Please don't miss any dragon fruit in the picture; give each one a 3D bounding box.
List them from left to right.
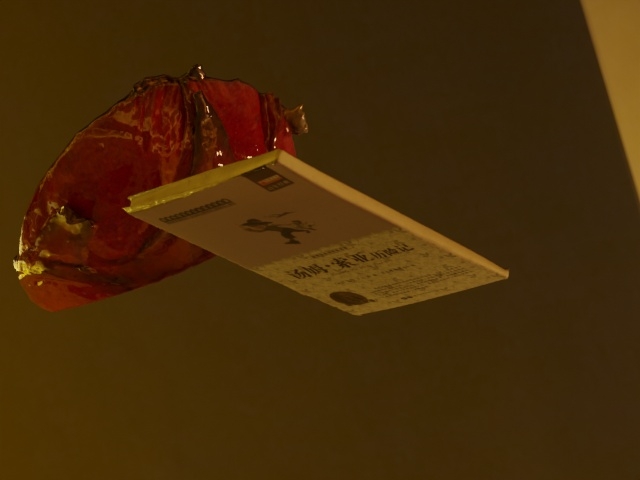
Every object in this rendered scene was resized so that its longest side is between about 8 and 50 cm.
[{"bbox_3d":[-0.162,-0.044,1.680,0.343,0.100,0.282,-23,-44,-12],"label":"dragon fruit"}]

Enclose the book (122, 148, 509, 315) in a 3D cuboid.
[{"bbox_3d":[0.000,0.000,0.883,0.181,0.014,0.127,26,-27,-37],"label":"book"}]
